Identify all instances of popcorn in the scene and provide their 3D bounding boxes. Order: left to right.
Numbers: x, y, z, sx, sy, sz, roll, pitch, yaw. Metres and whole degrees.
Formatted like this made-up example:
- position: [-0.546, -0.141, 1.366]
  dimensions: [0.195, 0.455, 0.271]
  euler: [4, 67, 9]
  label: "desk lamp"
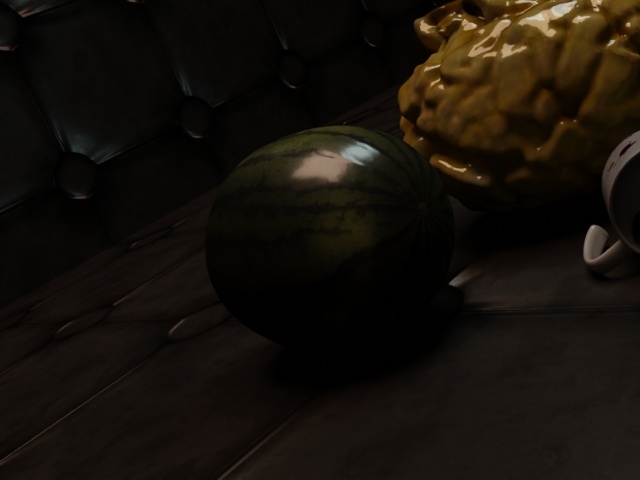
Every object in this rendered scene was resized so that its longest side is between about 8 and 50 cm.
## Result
- position: [0.312, -0.194, 1.213]
  dimensions: [0.390, 0.344, 0.354]
  euler: [26, 91, 44]
  label: "popcorn"

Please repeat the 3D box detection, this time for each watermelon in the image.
- position: [0.000, 0.000, 1.063]
  dimensions: [0.279, 0.278, 0.359]
  euler: [-34, 15, -35]
  label: "watermelon"

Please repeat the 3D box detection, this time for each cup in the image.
- position: [0.380, -0.043, 0.954]
  dimensions: [0.134, 0.173, 0.142]
  euler: [11, 19, 8]
  label: "cup"
